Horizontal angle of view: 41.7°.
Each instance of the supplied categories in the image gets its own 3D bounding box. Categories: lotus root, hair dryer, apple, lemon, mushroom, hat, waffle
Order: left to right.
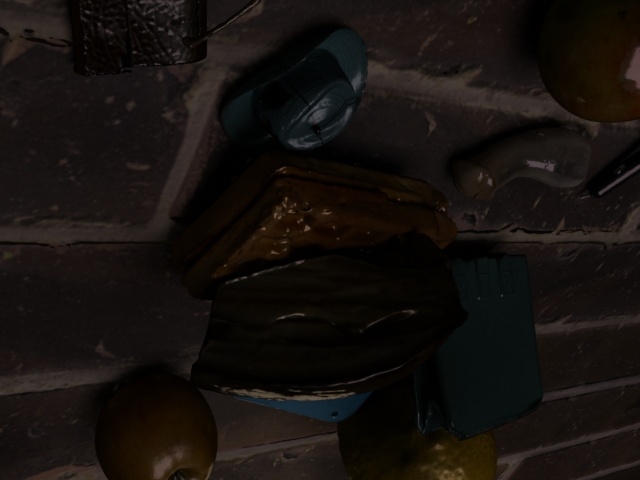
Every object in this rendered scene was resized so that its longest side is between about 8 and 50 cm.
[{"bbox_3d":[-0.225,0.283,1.176,0.182,0.155,0.182,-19,140,-17],"label":"apple"},{"bbox_3d":[-0.012,-0.150,0.938,0.191,0.078,0.138,-33,147,-4],"label":"hat"},{"bbox_3d":[0.000,0.000,1.052,0.328,0.098,0.224,7,139,-47],"label":"waffle"},{"bbox_3d":[0.006,0.111,0.982,0.314,0.210,0.142,-5,139,-4],"label":"lotus root"},{"bbox_3d":[0.165,0.352,1.436,0.268,0.321,0.268,-8,139,-7],"label":"lemon"},{"bbox_3d":[0.292,-0.114,1.222,0.223,0.081,0.092,-11,117,-26],"label":"mushroom"},{"bbox_3d":[0.367,-0.247,1.047,0.196,0.196,0.196,-22,141,-19],"label":"apple"},{"bbox_3d":[0.527,-0.137,1.405,0.219,0.071,0.124,-37,143,15],"label":"hair dryer"}]

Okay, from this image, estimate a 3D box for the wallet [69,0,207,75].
[{"bbox_3d":[-0.159,-0.259,0.736,0.133,0.039,0.243,-12,135,-22],"label":"wallet"}]

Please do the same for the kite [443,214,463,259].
[{"bbox_3d":[0.183,0.047,1.366,0.125,0.008,0.222,-35,144,-1],"label":"kite"}]

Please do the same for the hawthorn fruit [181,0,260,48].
[{"bbox_3d":[-0.004,-0.265,0.771,0.285,0.165,0.165,-44,143,20],"label":"hawthorn fruit"}]

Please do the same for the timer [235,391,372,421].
[{"bbox_3d":[-0.005,0.162,1.312,0.250,0.091,0.232,21,117,-36],"label":"timer"}]

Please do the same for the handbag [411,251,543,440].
[{"bbox_3d":[0.233,0.157,1.325,0.269,0.274,0.100,-8,179,-44],"label":"handbag"}]
